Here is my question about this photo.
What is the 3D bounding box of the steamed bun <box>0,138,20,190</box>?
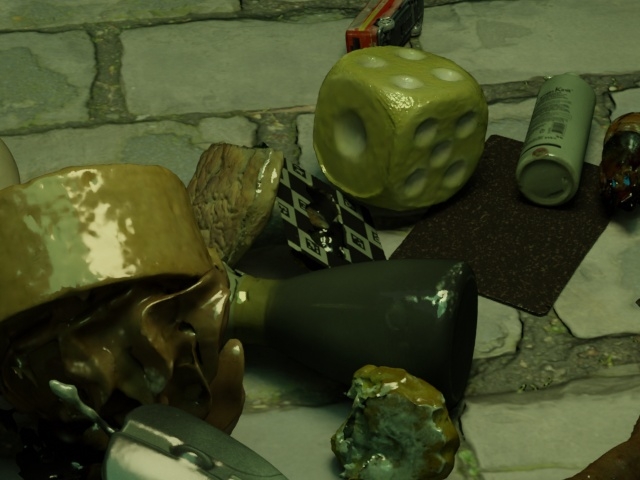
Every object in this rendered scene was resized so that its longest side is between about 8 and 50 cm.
[{"bbox_3d":[-0.505,-0.087,1.995,0.232,0.145,0.232,0,39,0],"label":"steamed bun"}]

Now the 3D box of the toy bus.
[{"bbox_3d":[0.098,-0.326,2.362,0.077,0.079,0.174,7,38,23],"label":"toy bus"}]

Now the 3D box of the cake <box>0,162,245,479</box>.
[{"bbox_3d":[-0.240,0.120,1.629,0.332,0.332,0.321,-16,72,-19],"label":"cake"}]

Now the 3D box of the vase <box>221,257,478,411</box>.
[{"bbox_3d":[0.010,0.090,1.785,0.321,0.173,0.173,7,39,17],"label":"vase"}]

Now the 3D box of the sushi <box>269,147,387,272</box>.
[{"bbox_3d":[0.000,0.000,1.944,0.192,0.050,0.215,31,26,-31],"label":"sushi"}]

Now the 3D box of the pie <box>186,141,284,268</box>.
[{"bbox_3d":[-0.122,-0.038,1.931,0.052,0.185,0.218,26,-7,-29],"label":"pie"}]

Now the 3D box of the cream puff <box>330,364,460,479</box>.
[{"bbox_3d":[0.079,0.205,1.660,0.121,0.156,0.156,5,38,-10],"label":"cream puff"}]

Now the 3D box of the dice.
[{"bbox_3d":[0.103,-0.148,2.043,0.169,0.169,0.166,-14,37,-38],"label":"dice"}]

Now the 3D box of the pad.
[{"bbox_3d":[0.258,-0.029,2.049,0.220,0.004,0.330,20,42,23],"label":"pad"}]

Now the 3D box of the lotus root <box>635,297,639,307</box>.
[{"bbox_3d":[0.461,0.120,1.784,0.221,0.118,0.125,15,9,21],"label":"lotus root"}]

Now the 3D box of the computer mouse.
[{"bbox_3d":[-0.106,0.247,1.496,0.379,0.090,0.167,41,34,-10],"label":"computer mouse"}]

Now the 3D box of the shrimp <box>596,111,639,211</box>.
[{"bbox_3d":[0.481,-0.098,2.093,0.222,0.054,0.290,16,32,16],"label":"shrimp"}]

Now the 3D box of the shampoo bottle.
[{"bbox_3d":[0.328,-0.154,2.135,0.085,0.085,0.262,10,39,11],"label":"shampoo bottle"}]

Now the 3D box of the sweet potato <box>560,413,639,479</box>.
[{"bbox_3d":[0.267,0.285,1.590,0.109,0.109,0.385,24,32,26],"label":"sweet potato"}]
